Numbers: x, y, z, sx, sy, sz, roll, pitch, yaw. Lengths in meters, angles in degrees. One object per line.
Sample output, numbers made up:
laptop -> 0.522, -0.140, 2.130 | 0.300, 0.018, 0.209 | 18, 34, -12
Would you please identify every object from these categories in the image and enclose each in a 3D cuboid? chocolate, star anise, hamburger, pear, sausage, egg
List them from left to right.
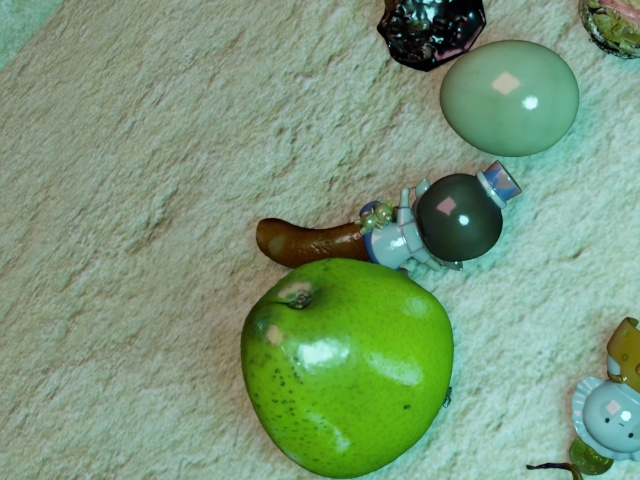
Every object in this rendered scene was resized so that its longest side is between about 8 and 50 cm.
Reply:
sausage -> -0.002, 0.004, 2.024 | 0.302, 0.076, 0.103 | -3, 55, 38
pear -> 0.020, 0.187, 1.725 | 0.342, 0.318, 0.238 | -51, 39, 5
chocolate -> 0.168, -0.455, 2.101 | 0.206, 0.177, 0.224 | -24, 49, 27
egg -> 0.301, -0.231, 1.835 | 0.253, 0.188, 0.189 | 18, 77, 51
star anise -> 0.338, 0.339, 1.520 | 0.097, 0.070, 0.190 | -25, 14, -28
hamburger -> 0.516, -0.391, 1.783 | 0.230, 0.107, 0.231 | -4, 75, 16

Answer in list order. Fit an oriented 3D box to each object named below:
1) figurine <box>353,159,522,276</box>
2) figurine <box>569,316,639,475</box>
figurine -> 0.198, -0.032, 1.830 | 0.275, 0.161, 0.158 | -17, 11, 27
figurine -> 0.425, 0.199, 1.516 | 0.271, 0.143, 0.143 | -60, 38, 29
